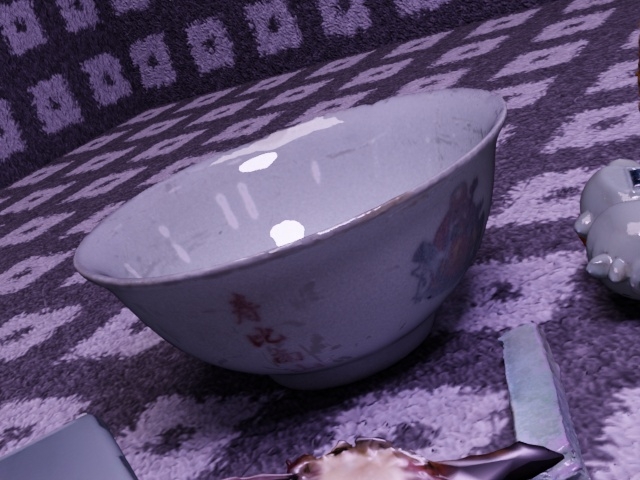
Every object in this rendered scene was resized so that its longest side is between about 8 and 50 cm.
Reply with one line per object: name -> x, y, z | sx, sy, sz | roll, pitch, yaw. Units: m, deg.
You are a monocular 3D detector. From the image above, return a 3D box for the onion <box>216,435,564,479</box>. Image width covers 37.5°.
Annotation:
onion -> -0.001, 0.251, 0.338 | 0.267, 0.159, 0.348 | -2, 39, 16

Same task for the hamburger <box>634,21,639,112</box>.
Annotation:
hamburger -> 0.421, -0.157, 0.865 | 0.225, 0.291, 0.291 | -15, 18, -2

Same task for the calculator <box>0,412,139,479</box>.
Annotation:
calculator -> -0.234, 0.224, 0.827 | 0.141, 0.045, 0.246 | -27, 19, -19

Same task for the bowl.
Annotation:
bowl -> 0.000, 0.018, 0.930 | 0.435, 0.196, 0.435 | -19, 19, 7

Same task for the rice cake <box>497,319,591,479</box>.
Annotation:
rice cake -> 0.165, 0.121, 0.716 | 0.043, 0.034, 0.211 | -25, 17, 15

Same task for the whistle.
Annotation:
whistle -> 0.288, -0.015, 0.865 | 0.106, 0.102, 0.253 | -58, 7, 29
